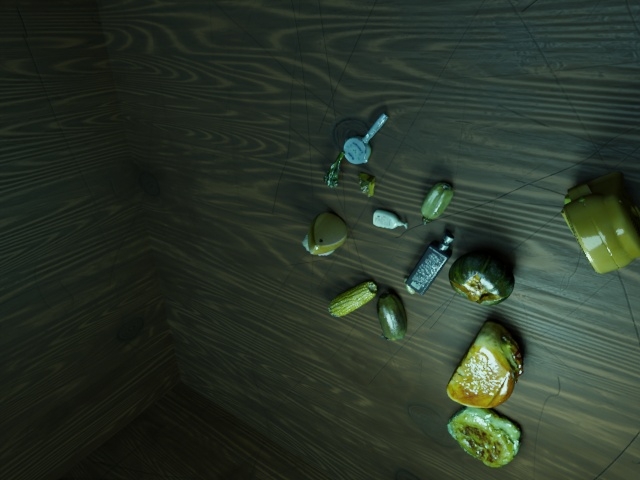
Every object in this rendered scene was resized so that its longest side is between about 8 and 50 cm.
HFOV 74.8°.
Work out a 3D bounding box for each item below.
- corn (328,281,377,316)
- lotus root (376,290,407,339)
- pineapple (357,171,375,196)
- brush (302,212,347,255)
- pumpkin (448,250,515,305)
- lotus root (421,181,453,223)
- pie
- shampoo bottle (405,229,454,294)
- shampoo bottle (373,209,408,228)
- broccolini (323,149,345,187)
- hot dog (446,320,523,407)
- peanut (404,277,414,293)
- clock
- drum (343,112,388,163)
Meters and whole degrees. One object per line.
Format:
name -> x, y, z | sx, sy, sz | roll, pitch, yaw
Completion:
corn -> 0.157, 0.292, 2.074 | 0.318, 0.115, 0.115 | -36, 90, 41
lotus root -> 0.334, 0.357, 1.958 | 0.123, 0.124, 0.240 | 10, 123, 51
pineapple -> 0.197, -0.236, 1.770 | 0.077, 0.114, 0.114 | -21, 105, 23
brush -> 0.000, 0.000, 1.929 | 0.174, 0.266, 0.166 | 39, 130, 1
pumpkin -> 0.616, 0.140, 1.602 | 0.238, 0.159, 0.237 | 21, 144, 16
lotus root -> 0.447, -0.145, 1.633 | 0.090, 0.077, 0.182 | 39, 128, 24
pie -> 0.755, 0.911, 1.952 | 0.288, 0.103, 0.354 | 44, 134, 17
shampoo bottle -> 0.466, 0.093, 1.751 | 0.098, 0.071, 0.309 | 37, 131, 17
shampoo bottle -> 0.303, -0.085, 1.798 | 0.152, 0.045, 0.077 | 17, 121, 32
broccolini -> 0.056, -0.317, 1.826 | 0.068, 0.091, 0.202 | 1, 140, -10
hot dog -> 0.697, 0.540, 1.738 | 0.223, 0.185, 0.404 | 30, 128, 23
peanut -> 0.400, 0.205, 1.889 | 0.037, 0.037, 0.083 | -10, 113, 40
clock -> 0.835, -0.047, 1.233 | 0.200, 0.317, 0.244 | -32, 91, 36
drum -> 0.199, -0.400, 1.706 | 0.253, 0.049, 0.129 | -26, 96, 43
